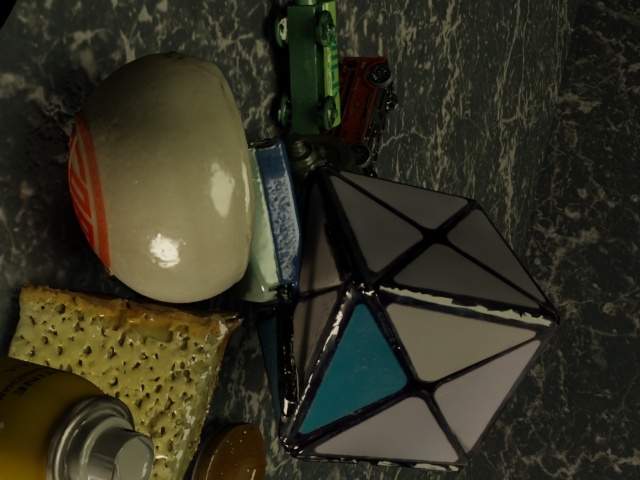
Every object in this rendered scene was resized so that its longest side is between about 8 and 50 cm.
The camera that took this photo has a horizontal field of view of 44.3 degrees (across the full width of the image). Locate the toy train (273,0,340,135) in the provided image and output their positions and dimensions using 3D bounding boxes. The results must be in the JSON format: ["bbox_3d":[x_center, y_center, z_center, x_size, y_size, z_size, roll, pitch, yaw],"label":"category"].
[{"bbox_3d":[-0.011,-0.293,1.315,0.157,0.105,0.253,-56,146,-62],"label":"toy train"}]

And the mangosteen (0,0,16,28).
[{"bbox_3d":[-0.350,-0.241,0.522,0.300,0.300,0.300,-23,116,-59],"label":"mangosteen"}]

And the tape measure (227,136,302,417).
[{"bbox_3d":[-0.079,0.039,1.047,0.098,0.215,0.351,-11,97,-20],"label":"tape measure"}]

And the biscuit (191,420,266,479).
[{"bbox_3d":[-0.155,0.389,1.248,0.181,0.049,0.208,31,70,-60],"label":"biscuit"}]

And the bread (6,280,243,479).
[{"bbox_3d":[-0.254,0.170,1.000,0.315,0.279,0.248,161,-57,-73],"label":"bread"}]

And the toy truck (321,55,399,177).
[{"bbox_3d":[0.066,-0.211,1.449,0.107,0.114,0.252,61,42,-64],"label":"toy truck"}]

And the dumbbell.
[{"bbox_3d":[0.000,0.000,1.313,0.179,0.179,0.406,-56,143,-41],"label":"dumbbell"}]

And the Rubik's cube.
[{"bbox_3d":[0.093,0.113,1.116,0.307,0.310,0.305,-110,-141,-52],"label":"Rubik's cube"}]

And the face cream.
[{"bbox_3d":[-0.281,0.140,0.634,0.105,0.349,0.104,-23,117,-58],"label":"face cream"}]

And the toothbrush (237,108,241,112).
[{"bbox_3d":[-0.158,-0.207,1.143,0.131,0.013,0.011,20,74,-59],"label":"toothbrush"}]

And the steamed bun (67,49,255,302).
[{"bbox_3d":[-0.189,-0.065,0.883,0.177,0.283,0.282,-10,110,-20],"label":"steamed bun"}]
